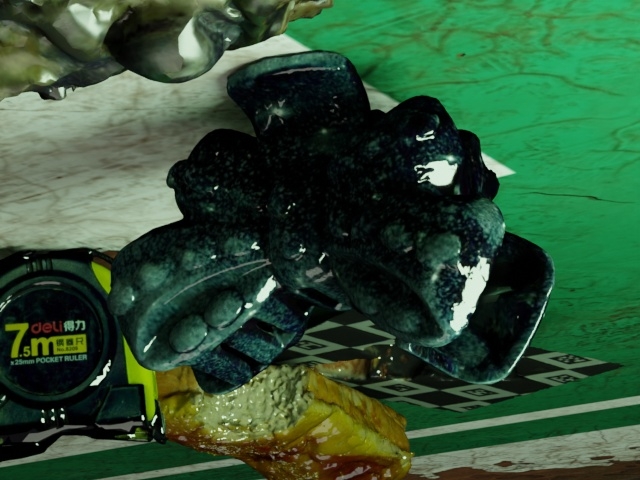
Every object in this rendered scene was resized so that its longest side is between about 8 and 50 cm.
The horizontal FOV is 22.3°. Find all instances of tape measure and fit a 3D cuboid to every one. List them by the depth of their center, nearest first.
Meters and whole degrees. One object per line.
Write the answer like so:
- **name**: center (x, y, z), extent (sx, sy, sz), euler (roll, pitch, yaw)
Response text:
- **tape measure**: center (-0.234, 0.103, 1.486), extent (0.199, 0.186, 0.112), euler (-4, 167, -5)

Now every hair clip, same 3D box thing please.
- **hair clip**: center (0.003, -0.006, 1.140), extent (0.310, 0.206, 0.194), euler (-6, 157, 28)

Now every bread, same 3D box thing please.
- **bread**: center (-0.038, 0.203, 1.781), extent (0.185, 0.109, 0.380), euler (-4, 160, 28)

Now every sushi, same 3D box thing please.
- **sushi**: center (0.101, 0.103, 1.723), extent (0.320, 0.069, 0.339), euler (12, 161, -22)

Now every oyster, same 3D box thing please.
- **oyster**: center (-0.148, -0.137, 0.906), extent (0.361, 0.096, 0.221), euler (-6, 155, 5)
